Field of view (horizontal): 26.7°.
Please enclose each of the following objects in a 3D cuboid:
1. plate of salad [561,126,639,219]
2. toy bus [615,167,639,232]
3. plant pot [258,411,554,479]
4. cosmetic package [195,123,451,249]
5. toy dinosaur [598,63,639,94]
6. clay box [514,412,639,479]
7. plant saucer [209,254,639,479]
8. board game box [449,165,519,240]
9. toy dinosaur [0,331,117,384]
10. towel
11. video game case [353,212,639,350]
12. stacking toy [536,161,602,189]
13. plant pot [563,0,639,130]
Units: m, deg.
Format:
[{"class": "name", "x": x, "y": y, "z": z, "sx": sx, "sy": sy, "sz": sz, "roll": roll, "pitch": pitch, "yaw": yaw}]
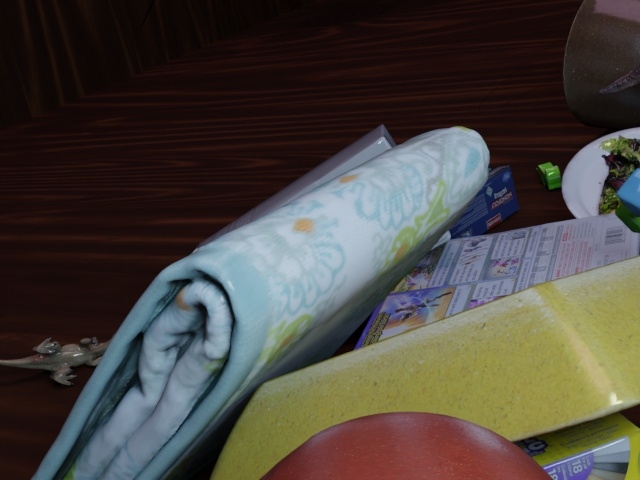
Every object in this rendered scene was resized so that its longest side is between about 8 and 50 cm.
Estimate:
[{"class": "plate of salad", "x": 0.360, "y": -0.069, "z": 1.453, "sx": 0.200, "sy": 0.048, "sz": 0.199, "roll": -7, "pitch": 41, "yaw": 6}, {"class": "toy bus", "x": 0.311, "y": 0.055, "z": 1.087, "sx": 0.104, "sy": 0.202, "sz": 0.191, "roll": -49, "pitch": 33, "yaw": -8}, {"class": "plant pot", "x": 0.048, "y": 0.206, "z": 0.601, "sx": 0.273, "sy": 0.272, "sz": 0.265, "roll": -14, "pitch": 9, "yaw": 0}, {"class": "cosmetic package", "x": 0.000, "y": 0.000, "z": 1.356, "sx": 0.238, "sy": 0.127, "sz": 0.107, "roll": -32, "pitch": 10, "yaw": 6}, {"class": "toy dinosaur", "x": 0.460, "y": -0.170, "z": 1.512, "sx": 0.296, "sy": 0.127, "sz": 0.200, "roll": 17, "pitch": 15, "yaw": 17}, {"class": "clay box", "x": 0.119, "y": 0.184, "z": 0.800, "sx": 0.222, "sy": 0.127, "sz": 0.053, "roll": -17, "pitch": 18, "yaw": -12}, {"class": "plant saucer", "x": 0.122, "y": 0.083, "z": 0.910, "sx": 0.333, "sy": 0.081, "sz": 0.333, "roll": -23, "pitch": -7, "yaw": 37}, {"class": "board game box", "x": 0.100, "y": -0.030, "z": 1.608, "sx": 0.194, "sy": 0.060, "sz": 0.194, "roll": 1, "pitch": 23, "yaw": 44}, {"class": "toy dinosaur", "x": -0.284, "y": 0.128, "z": 1.457, "sx": 0.183, "sy": 0.053, "sz": 0.092, "roll": -10, "pitch": 1, "yaw": -11}, {"class": "towel", "x": -0.060, "y": 0.078, "z": 1.029, "sx": 0.320, "sy": 0.090, "sz": 0.374, "roll": -35, "pitch": -11, "yaw": -49}, {"class": "video game case", "x": 0.179, "y": 0.058, "z": 1.262, "sx": 0.244, "sy": 0.061, "sz": 0.269, "roll": -8, "pitch": 18, "yaw": 18}, {"class": "stacking toy", "x": 0.365, "y": -0.090, "z": 1.605, "sx": 0.167, "sy": 0.052, "sz": 0.221, "roll": -15, "pitch": 17, "yaw": -4}, {"class": "plant pot", "x": 0.470, "y": -0.224, "z": 1.742, "sx": 0.230, "sy": 0.215, "sz": 0.215, "roll": 23, "pitch": 38, "yaw": 40}]
